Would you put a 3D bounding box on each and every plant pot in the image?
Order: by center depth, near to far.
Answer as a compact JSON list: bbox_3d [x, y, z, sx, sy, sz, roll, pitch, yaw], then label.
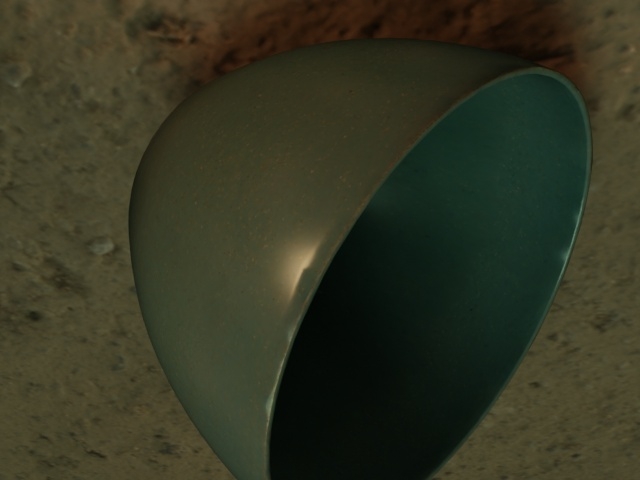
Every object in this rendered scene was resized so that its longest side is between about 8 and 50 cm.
[{"bbox_3d":[0.000,0.000,0.685,0.195,0.290,0.290,30,158,31],"label":"plant pot"}]
